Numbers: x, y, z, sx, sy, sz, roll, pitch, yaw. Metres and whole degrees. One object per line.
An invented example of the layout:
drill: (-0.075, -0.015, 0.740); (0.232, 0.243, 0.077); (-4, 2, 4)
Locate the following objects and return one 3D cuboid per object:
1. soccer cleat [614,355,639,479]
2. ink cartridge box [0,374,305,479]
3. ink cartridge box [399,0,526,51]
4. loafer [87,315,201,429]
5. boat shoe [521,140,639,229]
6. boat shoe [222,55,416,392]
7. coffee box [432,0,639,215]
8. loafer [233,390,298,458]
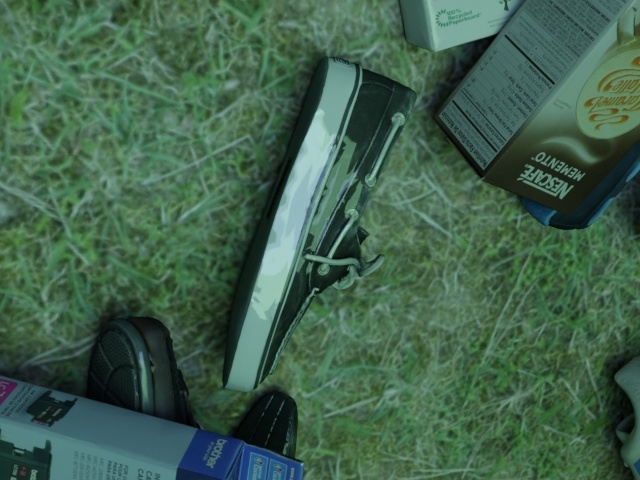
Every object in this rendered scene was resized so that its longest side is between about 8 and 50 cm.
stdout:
soccer cleat: (0.414, 0.272, 1.082); (0.116, 0.143, 0.331); (-29, 118, -29)
ink cartridge box: (-0.177, 0.224, 0.779); (0.311, 0.065, 0.185); (12, 118, 5)
ink cartridge box: (0.129, -0.339, 0.782); (0.166, 0.065, 0.332); (-18, 116, -14)
loafer: (-0.152, 0.195, 0.865); (0.095, 0.109, 0.302); (-14, 122, -37)
boat shoe: (0.295, -0.124, 0.919); (0.089, 0.109, 0.258); (19, 119, -37)
boat shoe: (-0.001, -0.001, 0.831); (0.105, 0.113, 0.306); (19, 93, -11)
coffee box: (0.235, -0.154, 0.818); (0.141, 0.098, 0.246); (16, 121, -41)
loafer: (-0.056, 0.229, 0.935); (0.061, 0.062, 0.170); (6, 104, -64)
